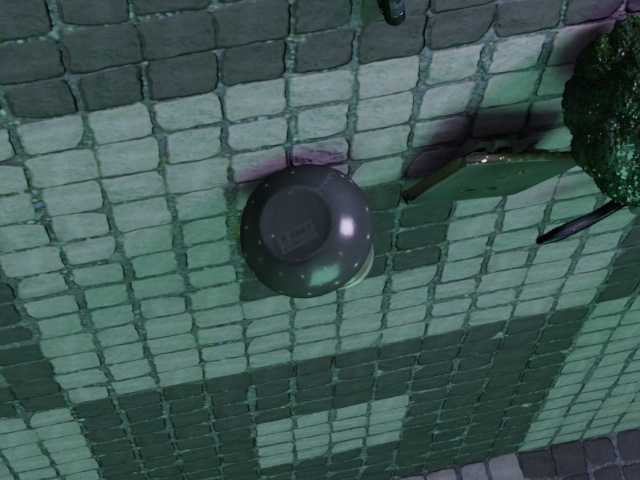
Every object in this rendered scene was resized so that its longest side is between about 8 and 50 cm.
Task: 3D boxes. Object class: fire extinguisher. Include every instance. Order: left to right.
[{"bbox_3d":[0.076,-0.270,1.514,0.038,0.025,0.083,8,158,10],"label":"fire extinguisher"}]

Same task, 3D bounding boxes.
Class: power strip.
[{"bbox_3d":[0.235,-0.109,1.894,0.198,0.065,0.213,-3,167,-25],"label":"power strip"}]

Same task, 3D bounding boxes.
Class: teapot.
[{"bbox_3d":[0.000,0.000,1.901,0.183,0.184,0.251,-18,165,11],"label":"teapot"}]

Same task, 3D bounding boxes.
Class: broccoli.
[{"bbox_3d":[0.438,-0.164,1.703,0.270,0.270,0.270,-38,169,-31],"label":"broccoli"}]

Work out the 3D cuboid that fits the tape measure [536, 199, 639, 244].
[{"bbox_3d":[0.485,-0.094,2.007,0.351,0.098,0.215,-15,158,-3],"label":"tape measure"}]
